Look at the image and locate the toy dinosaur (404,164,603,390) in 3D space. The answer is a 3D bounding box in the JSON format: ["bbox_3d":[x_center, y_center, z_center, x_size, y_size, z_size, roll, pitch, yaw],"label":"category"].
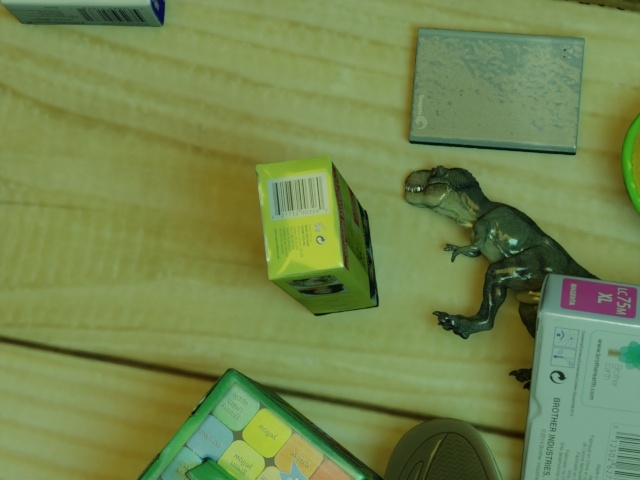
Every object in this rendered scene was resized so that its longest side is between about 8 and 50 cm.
[{"bbox_3d":[0.163,0.044,1.517,0.268,0.064,0.118,33,79,6],"label":"toy dinosaur"}]

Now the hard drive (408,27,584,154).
[{"bbox_3d":[0.141,-0.120,1.562,0.135,0.022,0.094,4,82,7],"label":"hard drive"}]

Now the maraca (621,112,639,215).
[{"bbox_3d":[0.315,-0.062,1.501,0.186,0.099,0.127,-14,88,-22],"label":"maraca"}]

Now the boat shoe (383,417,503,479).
[{"bbox_3d":[0.115,0.285,1.466,0.109,0.098,0.302,-14,82,17],"label":"boat shoe"}]

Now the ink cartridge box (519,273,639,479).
[{"bbox_3d":[0.309,0.130,1.435,0.311,0.065,0.185,8,126,9],"label":"ink cartridge box"}]

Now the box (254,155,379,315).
[{"bbox_3d":[0.000,0.000,1.450,0.058,0.232,0.087,-8,79,7],"label":"box"}]

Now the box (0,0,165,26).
[{"bbox_3d":[-0.190,-0.249,1.590,0.126,0.072,0.137,2,82,6],"label":"box"}]

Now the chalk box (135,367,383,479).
[{"bbox_3d":[-0.049,0.185,1.436,0.132,0.213,0.132,39,87,10],"label":"chalk box"}]
